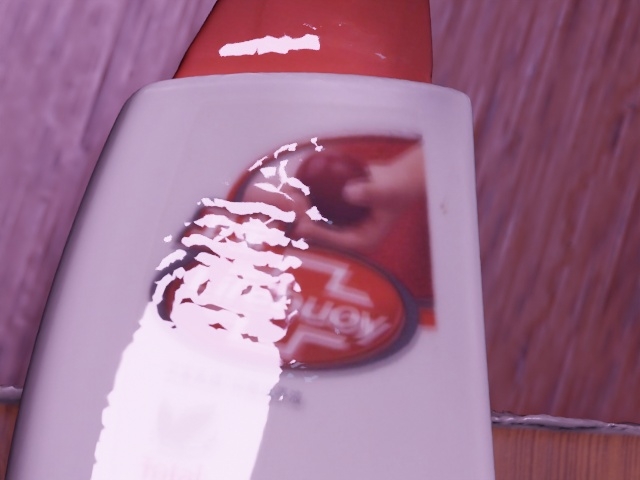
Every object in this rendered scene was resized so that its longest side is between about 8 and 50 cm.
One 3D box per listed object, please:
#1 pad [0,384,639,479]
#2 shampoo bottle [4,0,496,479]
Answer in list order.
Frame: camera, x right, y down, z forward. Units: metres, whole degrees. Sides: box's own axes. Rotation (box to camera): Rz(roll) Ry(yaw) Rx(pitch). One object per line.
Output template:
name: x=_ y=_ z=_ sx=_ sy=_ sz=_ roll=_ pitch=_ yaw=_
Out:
pad: x=-0.005 y=0.194 z=0.512 sx=0.284 sy=0.018 sz=0.286 roll=5 pitch=88 yaw=-14
shampoo bottle: x=0.000 y=0.000 z=0.483 sx=0.153 sy=0.071 sz=0.284 roll=13 pitch=75 yaw=-11
